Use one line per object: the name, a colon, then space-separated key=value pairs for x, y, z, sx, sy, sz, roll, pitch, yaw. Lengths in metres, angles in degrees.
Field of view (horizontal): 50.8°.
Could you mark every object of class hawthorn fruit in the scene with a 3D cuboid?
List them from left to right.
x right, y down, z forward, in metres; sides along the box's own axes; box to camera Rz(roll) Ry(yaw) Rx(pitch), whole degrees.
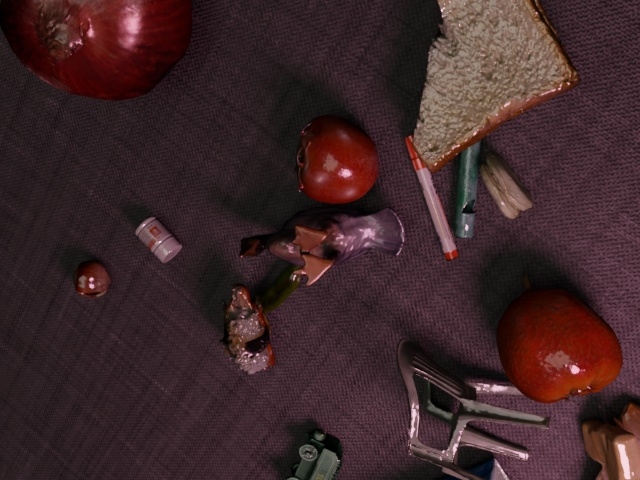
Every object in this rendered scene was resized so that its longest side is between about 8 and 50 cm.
hawthorn fruit: x=0.383 y=0.155 z=1.125 sx=0.197 sy=0.197 sz=0.225 roll=-31 pitch=66 yaw=24

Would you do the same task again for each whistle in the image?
whistle: x=0.258 y=-0.097 z=1.180 sx=0.039 sy=0.039 sz=0.186 roll=6 pitch=104 yaw=20

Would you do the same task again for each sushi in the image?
sushi: x=-0.152 y=0.186 z=1.341 sx=0.097 sy=0.103 sz=0.225 roll=-7 pitch=120 yaw=7

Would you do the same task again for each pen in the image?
pen: x=0.200 y=-0.078 z=1.211 sx=0.028 sy=0.028 sz=0.239 roll=-17 pitch=96 yaw=24

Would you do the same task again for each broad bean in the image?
broad bean: x=-0.113 y=0.113 z=1.370 sx=0.227 sy=0.039 sz=0.069 roll=-28 pitch=95 yaw=27

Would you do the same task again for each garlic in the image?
garlic: x=0.576 y=0.327 z=1.142 sx=0.152 sy=0.066 sz=0.084 roll=11 pitch=104 yaw=21

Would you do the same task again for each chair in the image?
chair: x=0.253 y=0.303 z=1.193 sx=0.275 sy=0.203 sz=0.190 roll=13 pitch=102 yaw=12

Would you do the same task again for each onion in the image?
onion: x=-0.392 y=-0.410 z=1.219 sx=0.342 sy=0.341 sz=0.341 roll=5 pitch=104 yaw=20

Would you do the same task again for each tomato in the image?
tomato: x=0.029 y=-0.142 z=1.200 sx=0.167 sy=0.167 sz=0.167 roll=5 pitch=104 yaw=20

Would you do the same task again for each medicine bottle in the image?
medicine bottle: x=-0.342 y=-0.002 z=1.422 sx=0.089 sy=0.057 sz=0.057 roll=46 pitch=114 yaw=5

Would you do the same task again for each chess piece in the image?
chess piece: x=0.523 y=0.453 z=1.159 sx=0.137 sy=0.137 sz=0.300 roll=-10 pitch=100 yaw=23

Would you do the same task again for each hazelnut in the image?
hazelnut: x=-0.510 y=0.087 z=1.501 sx=0.087 sy=0.086 sz=0.086 roll=5 pitch=104 yaw=20

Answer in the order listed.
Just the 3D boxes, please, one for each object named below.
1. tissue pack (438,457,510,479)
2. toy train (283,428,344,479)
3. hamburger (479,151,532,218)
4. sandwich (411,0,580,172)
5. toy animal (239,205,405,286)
tissue pack: x=0.264 y=0.565 z=1.277 sx=0.263 sy=0.146 sz=0.198 roll=-32 pitch=91 yaw=24
toy train: x=-0.012 y=0.475 z=1.406 sx=0.100 sy=0.070 sz=0.171 roll=25 pitch=109 yaw=6
hamburger: x=0.307 y=-0.092 z=1.136 sx=0.054 sy=0.084 sz=0.121 roll=-30 pitch=89 yaw=26
sandwich: x=0.235 y=-0.283 z=1.088 sx=0.288 sy=0.100 sz=0.254 roll=-34 pitch=89 yaw=22
toy animal: x=0.000 y=0.000 z=1.231 sx=0.299 sy=0.185 sz=0.122 roll=-14 pitch=97 yaw=-2
